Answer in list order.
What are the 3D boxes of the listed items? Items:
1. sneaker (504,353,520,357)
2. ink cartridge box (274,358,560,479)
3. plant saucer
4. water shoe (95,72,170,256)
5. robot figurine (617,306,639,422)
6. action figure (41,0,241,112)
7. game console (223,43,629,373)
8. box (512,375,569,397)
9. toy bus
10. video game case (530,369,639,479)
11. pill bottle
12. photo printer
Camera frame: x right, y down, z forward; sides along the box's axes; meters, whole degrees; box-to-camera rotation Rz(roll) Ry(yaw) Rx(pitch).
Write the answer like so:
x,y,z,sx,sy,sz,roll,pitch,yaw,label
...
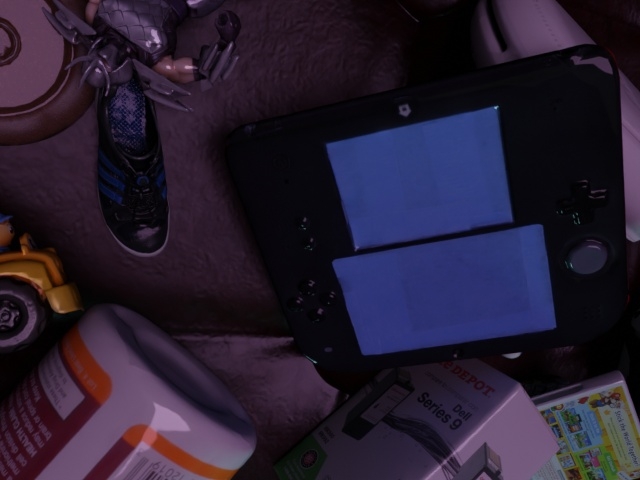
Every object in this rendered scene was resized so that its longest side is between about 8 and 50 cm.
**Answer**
x,y,z,sx,sy,sz,roll,pitch,yaw,label
0.184,0.102,0.827,0.237,0.085,0.086,35,93,-23,sneaker
0.112,0.272,0.765,0.289,0.211,0.121,-40,112,-11,ink cartridge box
-0.310,-0.189,0.581,0.199,0.036,0.198,-5,105,-21,plant saucer
-0.197,-0.074,0.628,0.073,0.080,0.203,-12,106,-19,water shoe
0.562,0.222,0.963,0.174,0.209,0.278,9,100,6,robot figurine
-0.135,-0.242,0.578,0.185,0.099,0.285,40,68,-10,action figure
0.124,-0.004,0.665,0.387,0.060,0.341,-11,123,13,game console
0.317,0.261,0.946,0.137,0.027,0.093,3,101,-23,box
-0.358,0.016,0.563,0.220,0.149,0.211,-17,92,-20,toy bus
0.368,0.302,0.903,0.207,0.026,0.227,-23,120,15,video game case
-0.269,0.274,0.600,0.392,0.224,0.224,-48,115,-6,pill bottle
0.304,-0.168,0.730,0.308,0.256,0.107,33,128,-24,photo printer
